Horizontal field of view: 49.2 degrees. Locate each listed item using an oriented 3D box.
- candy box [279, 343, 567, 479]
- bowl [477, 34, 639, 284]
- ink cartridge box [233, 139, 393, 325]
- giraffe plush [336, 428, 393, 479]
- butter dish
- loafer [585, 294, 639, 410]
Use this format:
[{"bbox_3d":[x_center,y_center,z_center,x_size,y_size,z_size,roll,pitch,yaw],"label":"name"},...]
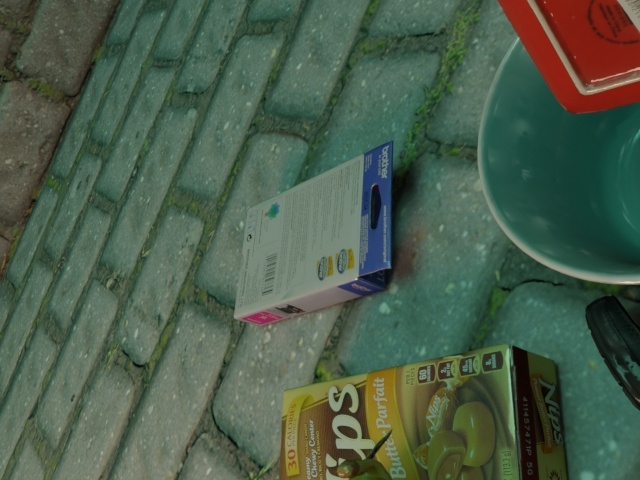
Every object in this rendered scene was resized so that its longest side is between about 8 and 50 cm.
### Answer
[{"bbox_3d":[0.089,0.228,0.719,0.316,0.088,0.182,-22,56,42],"label":"candy box"},{"bbox_3d":[0.303,-0.089,0.570,0.312,0.163,0.311,-28,50,39],"label":"bowl"},{"bbox_3d":[0.000,0.000,0.975,0.311,0.065,0.185,-23,54,45],"label":"ink cartridge box"},{"bbox_3d":[0.060,0.290,0.569,0.170,0.181,0.210,34,82,25],"label":"giraffe plush"},{"bbox_3d":[0.224,-0.189,0.490,0.160,0.160,0.118,-8,41,49],"label":"butter dish"},{"bbox_3d":[0.293,0.124,0.544,0.078,0.076,0.223,-44,47,19],"label":"loafer"}]
